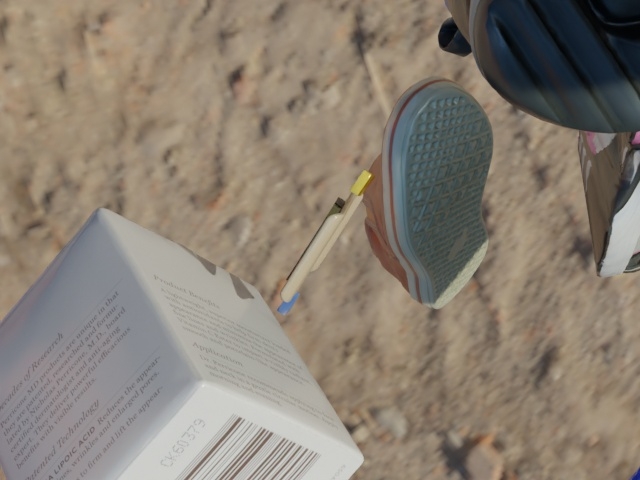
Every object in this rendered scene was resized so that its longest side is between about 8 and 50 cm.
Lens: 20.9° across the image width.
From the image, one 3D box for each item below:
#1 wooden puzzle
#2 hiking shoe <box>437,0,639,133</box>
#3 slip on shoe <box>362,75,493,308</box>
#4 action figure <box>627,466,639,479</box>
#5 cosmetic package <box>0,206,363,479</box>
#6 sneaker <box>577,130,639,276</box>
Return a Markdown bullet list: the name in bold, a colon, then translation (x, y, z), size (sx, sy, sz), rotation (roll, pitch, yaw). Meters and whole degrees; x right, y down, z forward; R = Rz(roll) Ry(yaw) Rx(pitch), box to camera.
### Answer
- **wooden puzzle**: translation (0.000, 0.000, 1.081), size (0.014, 0.078, 0.116), rotation (33, 103, 4)
- **hiking shoe**: translation (0.117, -0.188, 0.556), size (0.113, 0.132, 0.304), rotation (25, 102, -24)
- **slip on shoe**: translation (0.080, -0.043, 1.486), size (0.101, 0.123, 0.331), rotation (37, 166, 19)
- **action figure**: translation (0.205, 0.123, 1.005), size (0.038, 0.115, 0.030), rotation (31, 154, 21)
- **cosmetic package**: translation (-0.102, 0.108, 1.091), size (0.151, 0.151, 0.184), rotation (-48, 42, 12)
- **sneaker**: translation (0.151, -0.038, 0.695), size (0.077, 0.178, 0.072), rotation (-1, 66, -2)
